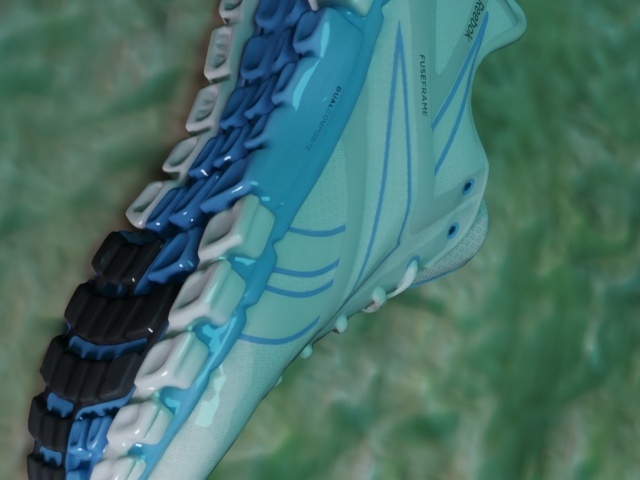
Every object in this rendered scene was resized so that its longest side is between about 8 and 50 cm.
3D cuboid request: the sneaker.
[{"bbox_3d":[0.000,0.000,0.444,0.083,0.071,0.190,36,72,-27],"label":"sneaker"}]
